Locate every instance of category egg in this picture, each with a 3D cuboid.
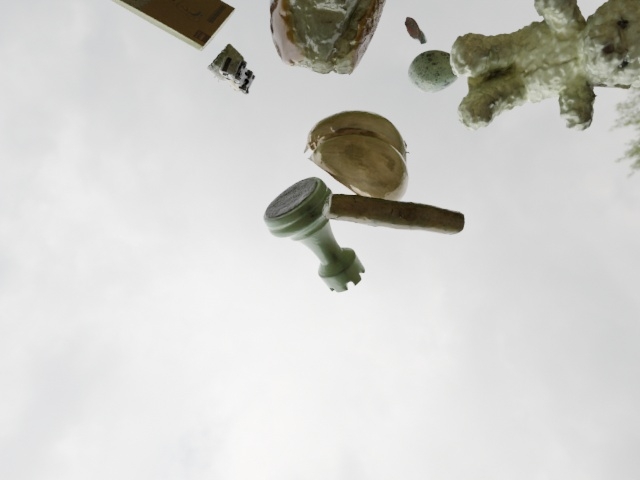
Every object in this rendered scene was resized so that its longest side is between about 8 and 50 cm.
[{"bbox_3d":[0.371,-0.550,1.449,0.172,0.132,0.132,2,-118,20],"label":"egg"}]

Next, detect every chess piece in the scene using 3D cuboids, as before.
[{"bbox_3d":[0.000,0.000,1.201,0.195,0.194,0.299,-49,-61,-26],"label":"chess piece"}]

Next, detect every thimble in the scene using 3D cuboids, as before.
[{"bbox_3d":[-0.270,-0.501,1.267,0.062,0.110,0.085,40,-138,-27],"label":"thimble"}]

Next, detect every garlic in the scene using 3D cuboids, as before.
[{"bbox_3d":[0.112,-0.223,1.221,0.313,0.249,0.286,36,-118,-11],"label":"garlic"}]

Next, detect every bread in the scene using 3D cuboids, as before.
[{"bbox_3d":[0.017,-0.482,0.870,0.224,0.250,0.279,15,-137,-4],"label":"bread"}]

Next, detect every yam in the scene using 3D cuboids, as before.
[{"bbox_3d":[0.163,-0.057,0.982,0.317,0.067,0.071,7,-147,-9],"label":"yam"}]

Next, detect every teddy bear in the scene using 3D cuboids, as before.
[{"bbox_3d":[0.538,-0.388,0.942,0.375,0.362,0.328,-22,-69,-15],"label":"teddy bear"}]

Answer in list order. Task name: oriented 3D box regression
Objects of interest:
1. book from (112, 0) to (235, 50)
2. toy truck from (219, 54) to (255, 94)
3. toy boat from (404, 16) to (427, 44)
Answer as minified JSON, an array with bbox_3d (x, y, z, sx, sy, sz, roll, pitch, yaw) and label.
[{"bbox_3d":[-0.468,-0.713,1.293,0.388,0.032,0.269,25,-130,-11],"label":"book"},{"bbox_3d":[-0.202,-0.396,1.072,0.062,0.123,0.052,22,-90,6],"label":"toy truck"},{"bbox_3d":[0.308,-0.629,1.365,0.122,0.034,0.096,-2,-113,-52],"label":"toy boat"}]
